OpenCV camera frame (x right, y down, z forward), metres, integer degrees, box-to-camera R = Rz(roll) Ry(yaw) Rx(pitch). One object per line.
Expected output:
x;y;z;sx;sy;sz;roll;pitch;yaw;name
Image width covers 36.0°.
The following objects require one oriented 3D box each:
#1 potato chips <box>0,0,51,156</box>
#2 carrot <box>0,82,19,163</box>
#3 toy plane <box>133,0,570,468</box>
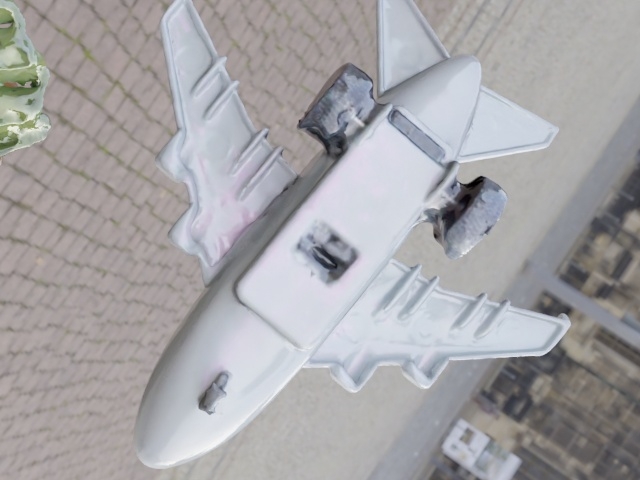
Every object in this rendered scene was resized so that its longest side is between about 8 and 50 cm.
-0.402;-0.078;0.684;0.097;0.389;0.373;-101;-147;-65;potato chips
-0.290;-0.105;0.876;0.139;0.048;0.048;-94;-154;-58;carrot
0.001;-0.001;0.452;0.255;0.251;0.101;-51;-174;-15;toy plane
